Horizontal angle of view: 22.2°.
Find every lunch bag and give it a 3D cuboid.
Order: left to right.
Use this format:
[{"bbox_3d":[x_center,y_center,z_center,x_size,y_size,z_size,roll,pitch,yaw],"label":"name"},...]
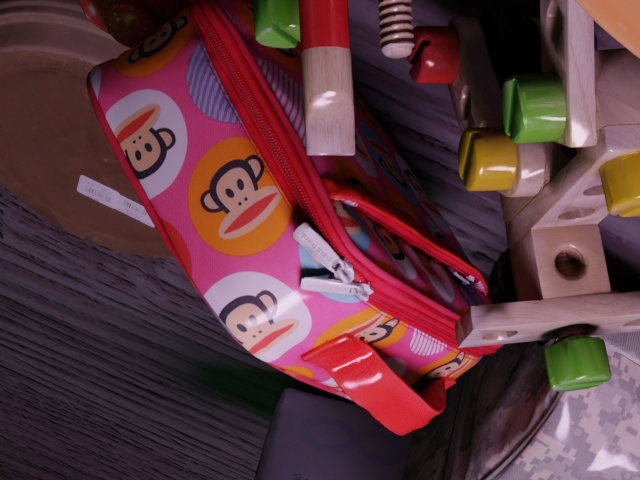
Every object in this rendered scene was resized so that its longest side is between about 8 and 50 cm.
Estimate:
[{"bbox_3d":[0.000,0.000,1.000,0.120,0.258,0.293,-34,156,13],"label":"lunch bag"},{"bbox_3d":[0.241,0.174,1.179,0.305,0.212,0.256,28,141,-9],"label":"lunch bag"}]

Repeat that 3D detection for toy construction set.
[{"bbox_3d":[0.107,-0.047,0.851,0.309,0.237,0.257,6,166,-36],"label":"toy construction set"}]

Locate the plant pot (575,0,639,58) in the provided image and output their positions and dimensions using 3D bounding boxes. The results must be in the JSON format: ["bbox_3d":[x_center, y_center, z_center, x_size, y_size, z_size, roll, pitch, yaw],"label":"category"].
[{"bbox_3d":[0.205,-0.221,0.608,0.291,0.291,0.203,40,141,-21],"label":"plant pot"}]

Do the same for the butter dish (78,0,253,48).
[{"bbox_3d":[-0.097,-0.168,1.017,0.160,0.118,0.160,18,146,10],"label":"butter dish"}]

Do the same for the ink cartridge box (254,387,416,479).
[{"bbox_3d":[0.126,0.264,1.315,0.385,0.308,0.091,12,112,1],"label":"ink cartridge box"}]

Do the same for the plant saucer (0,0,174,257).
[{"bbox_3d":[-0.166,-0.076,1.258,0.278,0.041,0.278,16,145,12],"label":"plant saucer"}]
